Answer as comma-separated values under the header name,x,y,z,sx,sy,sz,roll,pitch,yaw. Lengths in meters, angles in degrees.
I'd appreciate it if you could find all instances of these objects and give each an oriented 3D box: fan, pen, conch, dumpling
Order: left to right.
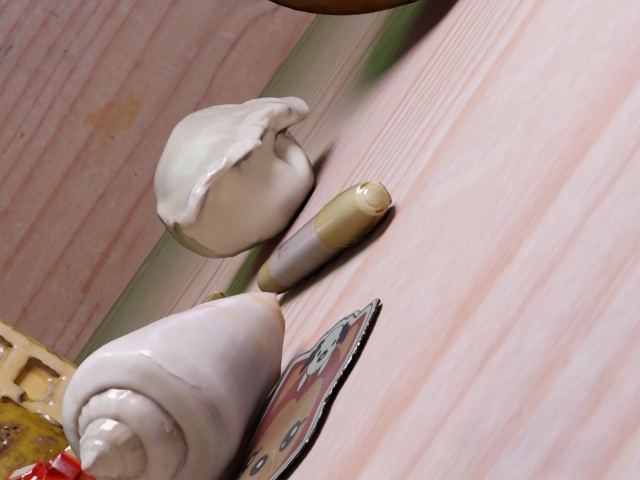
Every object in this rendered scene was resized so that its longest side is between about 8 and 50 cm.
name,x,y,z,sx,sy,sz,roll,pitch,yaw
conch,-0.079,0.088,0.871,0.094,0.104,0.176,-32,8,26
dumpling,-0.073,-0.061,1.383,0.162,0.132,0.250,-63,-9,9
fan,-0.034,0.122,0.782,0.220,0.009,0.132,-59,8,-32
pen,0.000,0.000,1.024,0.040,0.032,0.233,-33,-2,-22

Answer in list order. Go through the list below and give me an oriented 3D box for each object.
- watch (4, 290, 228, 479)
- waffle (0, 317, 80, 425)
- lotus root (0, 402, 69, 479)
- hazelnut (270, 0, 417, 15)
name,x,y,z,sx,sy,sz,roll,pitch,yaw
watch,-0.124,0.140,1.011,0.165,0.102,0.268,-54,-1,19
waffle,-0.390,0.163,1.431,0.114,0.376,0.261,-46,13,45
lotus root,-0.299,0.281,1.152,0.397,0.179,0.196,-58,-10,-50
hazelnut,0.043,-0.398,1.357,0.421,0.353,0.421,-32,43,36
